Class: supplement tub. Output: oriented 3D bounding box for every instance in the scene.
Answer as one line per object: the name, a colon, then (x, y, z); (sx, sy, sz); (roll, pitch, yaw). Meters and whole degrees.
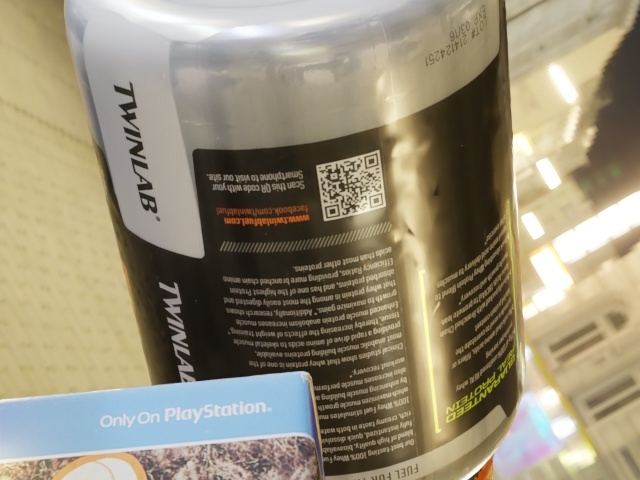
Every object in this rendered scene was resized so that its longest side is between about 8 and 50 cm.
supplement tub: (0.000, 0.000, 0.688); (0.193, 0.194, 0.316); (-114, -167, -56)

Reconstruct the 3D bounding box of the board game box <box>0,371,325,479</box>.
board game box: (-0.103, 0.203, 0.420); (0.141, 0.232, 0.291); (83, 1, -46)
